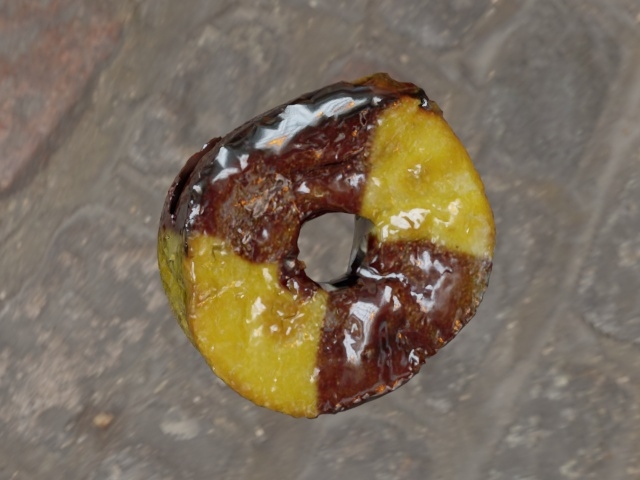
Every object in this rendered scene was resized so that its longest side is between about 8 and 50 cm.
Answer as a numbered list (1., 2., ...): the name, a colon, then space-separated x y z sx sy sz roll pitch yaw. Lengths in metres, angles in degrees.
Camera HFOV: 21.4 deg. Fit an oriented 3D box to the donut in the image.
1. donut: 0.000 0.000 0.681 0.140 0.059 0.140 -3 98 -25
